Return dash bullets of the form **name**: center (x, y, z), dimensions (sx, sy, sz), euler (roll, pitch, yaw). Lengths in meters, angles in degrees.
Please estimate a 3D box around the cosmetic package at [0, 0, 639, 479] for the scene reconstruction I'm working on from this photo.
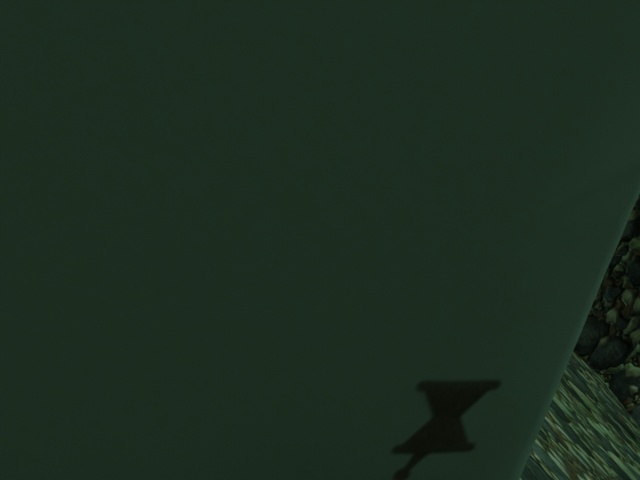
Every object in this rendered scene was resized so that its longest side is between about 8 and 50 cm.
- **cosmetic package**: center (-0.102, -0.141, 0.549), dimensions (0.330, 0.327, 0.393), euler (2, 33, -27)
